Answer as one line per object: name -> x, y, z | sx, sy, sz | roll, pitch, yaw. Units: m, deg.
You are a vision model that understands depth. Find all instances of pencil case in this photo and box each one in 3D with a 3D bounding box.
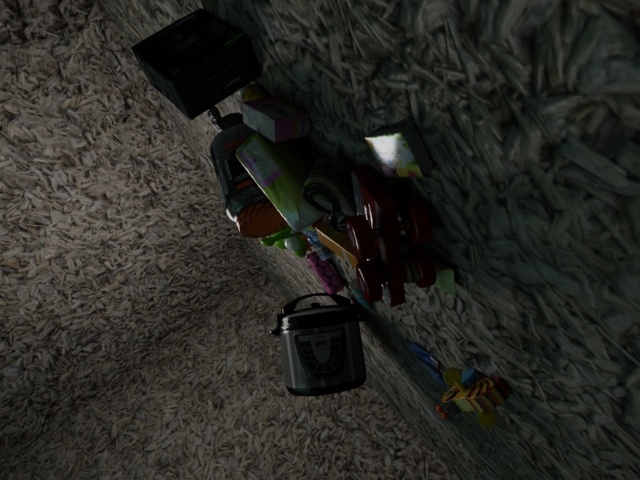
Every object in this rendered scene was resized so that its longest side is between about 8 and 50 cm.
pencil case -> 0.017, 0.134, 2.000 | 0.209, 0.095, 0.098 | 61, -170, -21

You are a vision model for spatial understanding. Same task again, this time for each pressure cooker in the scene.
pressure cooker -> -0.004, 0.443, 2.037 | 0.375, 0.370, 0.420 | -14, 79, 40

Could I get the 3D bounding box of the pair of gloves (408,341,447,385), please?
pair of gloves -> 0.400, 0.462, 1.721 | 0.159, 0.023, 0.198 | 34, 156, 50

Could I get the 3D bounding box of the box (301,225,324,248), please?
box -> -0.036, -0.050, 1.665 | 0.169, 0.059, 0.054 | 41, 128, 0

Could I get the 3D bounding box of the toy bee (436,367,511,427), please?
toy bee -> 0.437, 0.480, 1.382 | 0.195, 0.162, 0.298 | 44, 163, 24

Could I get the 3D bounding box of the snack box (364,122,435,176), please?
snack box -> 0.157, -0.179, 0.931 | 0.100, 0.037, 0.141 | 59, 164, -19

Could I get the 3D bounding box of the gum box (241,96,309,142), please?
gum box -> -0.128, -0.335, 1.263 | 0.188, 0.107, 0.062 | 39, 138, 41

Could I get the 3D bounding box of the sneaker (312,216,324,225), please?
sneaker -> -0.065, -0.159, 1.622 | 0.221, 0.087, 0.128 | 61, 179, -25

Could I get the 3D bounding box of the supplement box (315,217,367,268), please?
supplement box -> 0.081, 0.007, 1.521 | 0.233, 0.078, 0.080 | 35, 158, 47

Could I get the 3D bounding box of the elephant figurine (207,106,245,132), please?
elephant figurine -> -0.298, -0.382, 1.646 | 0.169, 0.186, 0.239 | 18, 132, 0

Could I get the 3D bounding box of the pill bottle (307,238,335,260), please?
pill bottle -> 0.000, 0.000, 1.746 | 0.137, 0.078, 0.078 | 55, 165, -10

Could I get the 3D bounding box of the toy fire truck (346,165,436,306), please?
toy fire truck -> 0.146, -0.006, 1.116 | 0.254, 0.169, 0.302 | -114, 9, -58

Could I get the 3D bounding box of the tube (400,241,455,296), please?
tube -> 0.248, 0.059, 1.186 | 0.070, 0.062, 0.240 | 17, -170, -45

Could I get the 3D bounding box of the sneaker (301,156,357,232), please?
sneaker -> 0.063, -0.113, 1.259 | 0.111, 0.121, 0.300 | -1, 153, 30

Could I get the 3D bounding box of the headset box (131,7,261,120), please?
headset box -> -0.344, -0.496, 1.296 | 0.283, 0.246, 0.131 | 43, 163, 33

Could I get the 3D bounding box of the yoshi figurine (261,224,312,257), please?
yoshi figurine -> -0.162, -0.062, 1.917 | 0.203, 0.204, 0.362 | 61, 177, 43

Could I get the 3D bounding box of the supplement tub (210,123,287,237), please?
supplement tub -> -0.224, -0.190, 1.492 | 0.207, 0.207, 0.338 | 85, 166, -64

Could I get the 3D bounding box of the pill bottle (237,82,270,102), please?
pill bottle -> -0.198, -0.426, 1.377 | 0.116, 0.065, 0.065 | 47, 164, 21

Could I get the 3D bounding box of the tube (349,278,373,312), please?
tube -> 0.163, 0.222, 1.841 | 0.080, 0.052, 0.207 | 48, 171, 36

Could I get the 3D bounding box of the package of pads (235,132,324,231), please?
package of pads -> -0.090, -0.182, 1.347 | 0.296, 0.101, 0.229 | 52, -156, -2
